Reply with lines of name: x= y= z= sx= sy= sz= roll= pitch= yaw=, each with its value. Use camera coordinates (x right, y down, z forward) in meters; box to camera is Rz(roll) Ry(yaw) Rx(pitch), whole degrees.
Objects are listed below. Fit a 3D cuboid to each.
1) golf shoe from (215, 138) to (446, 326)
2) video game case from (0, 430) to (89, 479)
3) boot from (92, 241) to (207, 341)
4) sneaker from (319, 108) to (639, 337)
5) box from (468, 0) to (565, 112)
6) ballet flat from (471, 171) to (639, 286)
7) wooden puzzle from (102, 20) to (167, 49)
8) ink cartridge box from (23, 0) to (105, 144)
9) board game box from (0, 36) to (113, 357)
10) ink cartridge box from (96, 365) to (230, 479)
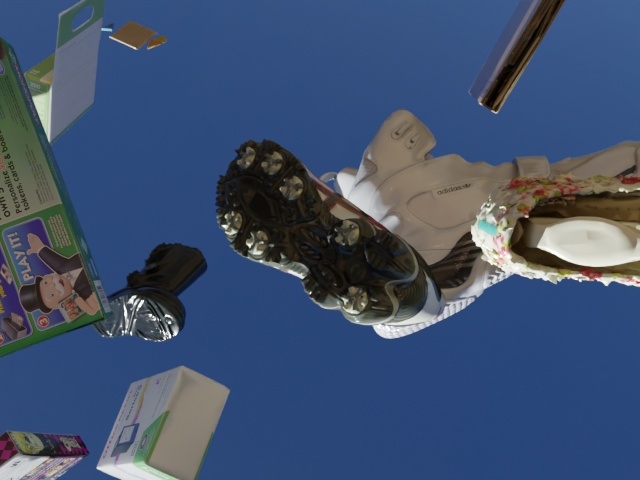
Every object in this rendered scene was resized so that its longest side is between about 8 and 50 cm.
golf shoe: x=0.000 y=0.000 z=0.735 sx=0.273 sy=0.105 sz=0.120 roll=41 pitch=-171 yaw=38
video game case: x=-0.460 y=0.344 z=1.056 sx=0.232 sy=0.210 sz=0.042 roll=-35 pitch=-108 yaw=-2
boot: x=-0.266 y=0.077 z=1.339 sx=0.207 sy=0.246 sz=0.094 roll=-46 pitch=-65 yaw=-40
sneaker: x=0.178 y=-0.063 z=0.847 sx=0.365 sy=0.137 sz=0.210 roll=-29 pitch=-104 yaw=-3
box: x=0.209 y=-0.216 z=0.803 sx=0.021 sy=0.164 sz=0.201 roll=29 pitch=-164 yaw=0
ballet flat: x=0.218 y=0.001 z=0.490 sx=0.240 sy=0.091 sz=0.077 roll=-2 pitch=-171 yaw=9
wooden puzzle: x=-0.367 y=-0.402 z=1.525 sx=0.116 sy=0.014 sz=0.078 roll=32 pitch=-129 yaw=18
ink cartridge box: x=-0.420 y=-0.295 z=1.273 sx=0.056 sy=0.235 sz=0.171 roll=19 pitch=-144 yaw=2
board game box: x=-0.378 y=-0.029 z=0.820 sx=0.213 sy=0.046 sz=0.317 roll=-20 pitch=-90 yaw=-3
ink cartridge box: x=-0.249 y=0.295 z=1.209 sx=0.093 sy=0.212 sz=0.154 roll=31 pitch=-120 yaw=-22
